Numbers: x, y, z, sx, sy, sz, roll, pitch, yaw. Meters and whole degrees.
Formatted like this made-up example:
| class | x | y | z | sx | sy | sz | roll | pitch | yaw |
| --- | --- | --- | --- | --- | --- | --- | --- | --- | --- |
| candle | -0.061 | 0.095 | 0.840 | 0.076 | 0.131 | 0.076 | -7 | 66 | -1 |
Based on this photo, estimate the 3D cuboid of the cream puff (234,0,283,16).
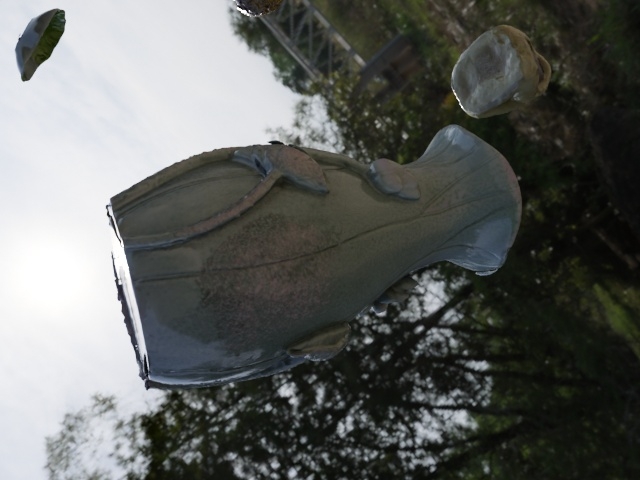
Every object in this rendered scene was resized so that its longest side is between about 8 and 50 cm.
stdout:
| class | x | y | z | sx | sy | sz | roll | pitch | yaw |
| --- | --- | --- | --- | --- | --- | --- | --- | --- | --- |
| cream puff | -0.141 | -0.547 | 1.468 | 0.133 | 0.104 | 0.119 | 16 | 157 | 13 |

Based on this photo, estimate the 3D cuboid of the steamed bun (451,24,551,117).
| class | x | y | z | sx | sy | sz | roll | pitch | yaw |
| --- | --- | --- | --- | --- | --- | --- | --- | --- | --- |
| steamed bun | 0.362 | -0.316 | 1.280 | 0.155 | 0.172 | 0.141 | -2 | -110 | -36 |

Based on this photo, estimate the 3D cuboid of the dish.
| class | x | y | z | sx | sy | sz | roll | pitch | yaw |
| --- | --- | --- | --- | --- | --- | --- | --- | --- | --- |
| dish | -0.469 | -0.326 | 1.097 | 0.039 | 0.137 | 0.091 | 28 | 163 | -9 |

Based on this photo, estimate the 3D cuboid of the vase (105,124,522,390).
| class | x | y | z | sx | sy | sz | roll | pitch | yaw |
| --- | --- | --- | --- | --- | --- | --- | --- | --- | --- |
| vase | 0.000 | 0.000 | 0.742 | 0.250 | 0.445 | 0.250 | 165 | 90 | -70 |
